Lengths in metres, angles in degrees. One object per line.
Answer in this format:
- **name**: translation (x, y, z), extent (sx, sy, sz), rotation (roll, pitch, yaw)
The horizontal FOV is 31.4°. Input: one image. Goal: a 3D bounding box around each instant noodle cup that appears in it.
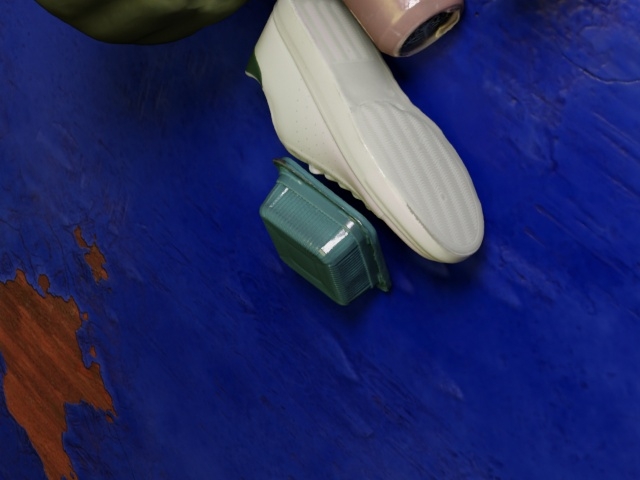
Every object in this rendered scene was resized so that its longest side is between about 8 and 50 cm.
- **instant noodle cup**: translation (0.000, 0.000, 1.320), extent (0.157, 0.070, 0.179), rotation (38, 164, 27)

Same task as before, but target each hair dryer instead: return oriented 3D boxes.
- **hair dryer**: translation (0.062, -0.313, 1.047), extent (0.189, 0.106, 0.344), rotation (56, 171, 11)

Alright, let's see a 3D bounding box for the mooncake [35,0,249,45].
- **mooncake**: translation (-0.171, -0.378, 1.187), extent (0.187, 0.351, 0.351), rotation (-13, 98, 44)

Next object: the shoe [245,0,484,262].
- **shoe**: translation (0.032, -0.106, 1.259), extent (0.160, 0.131, 0.363), rotation (-45, 70, 46)
